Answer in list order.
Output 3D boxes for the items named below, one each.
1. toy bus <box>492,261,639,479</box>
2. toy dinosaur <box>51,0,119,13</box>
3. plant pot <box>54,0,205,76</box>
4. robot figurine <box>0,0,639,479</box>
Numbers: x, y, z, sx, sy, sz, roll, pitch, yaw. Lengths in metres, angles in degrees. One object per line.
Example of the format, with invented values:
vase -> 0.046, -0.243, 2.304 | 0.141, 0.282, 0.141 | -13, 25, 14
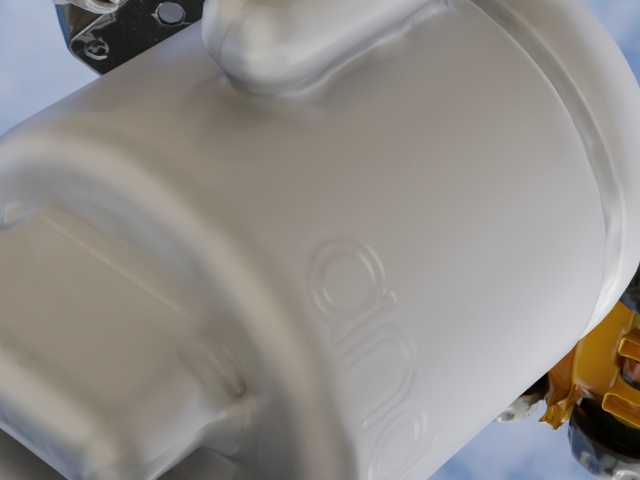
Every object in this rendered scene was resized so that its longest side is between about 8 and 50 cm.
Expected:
toy bus -> 0.201, 0.036, 1.175 | 0.220, 0.149, 0.211 | 24, -149, 23
toy dinosaur -> -0.108, -0.256, 0.760 | 0.160, 0.121, 0.313 | 0, -88, 32
plant pot -> -0.043, -0.157, 1.000 | 0.188, 0.187, 0.167 | -31, -143, 33
robot figurine -> 0.000, 0.000, 0.720 | 0.200, 0.300, 0.353 | 35, -131, 23
